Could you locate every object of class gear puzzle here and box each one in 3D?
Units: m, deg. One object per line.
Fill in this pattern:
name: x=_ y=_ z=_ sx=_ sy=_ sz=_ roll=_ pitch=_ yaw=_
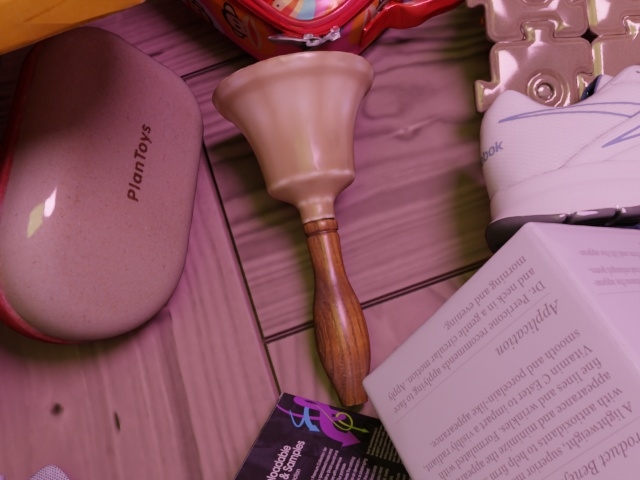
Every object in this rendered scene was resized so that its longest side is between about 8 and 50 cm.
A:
gear puzzle: x=0.191 y=-0.241 z=0.563 sx=0.175 sy=0.044 sz=0.339 roll=-5 pitch=90 yaw=-3

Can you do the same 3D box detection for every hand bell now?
hand bell: x=0.000 y=0.000 z=0.531 sx=0.126 sy=0.126 sz=0.242 roll=-10 pitch=82 yaw=3

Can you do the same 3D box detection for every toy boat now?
toy boat: x=-0.191 y=-0.036 z=0.550 sx=0.151 sy=0.151 sz=0.231 roll=-10 pitch=65 yaw=36

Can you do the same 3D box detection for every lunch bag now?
lunch bag: x=0.020 y=-0.279 z=0.613 sx=0.258 sy=0.120 sz=0.293 roll=40 pitch=78 yaw=13

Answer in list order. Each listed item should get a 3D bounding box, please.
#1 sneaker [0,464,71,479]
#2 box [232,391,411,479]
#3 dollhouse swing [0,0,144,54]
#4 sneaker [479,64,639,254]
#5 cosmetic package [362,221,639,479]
sneaker: x=-0.128 y=0.223 z=0.432 sx=0.365 sy=0.137 sz=0.210 roll=-22 pitch=72 yaw=2
box: x=0.032 y=0.158 z=0.458 sx=0.162 sy=0.116 sz=0.029 roll=15 pitch=114 yaw=11
dollhouse swing: x=-0.250 y=-0.112 z=0.493 sx=0.304 sy=0.315 sz=0.347 roll=-12 pitch=49 yaw=-16
sneaker: x=0.249 y=-0.064 z=0.492 sx=0.296 sy=0.111 sz=0.130 roll=-5 pitch=67 yaw=-9
cosmetic package: x=0.153 y=0.107 z=0.393 sx=0.151 sy=0.151 sz=0.184 roll=-50 pitch=55 yaw=34
